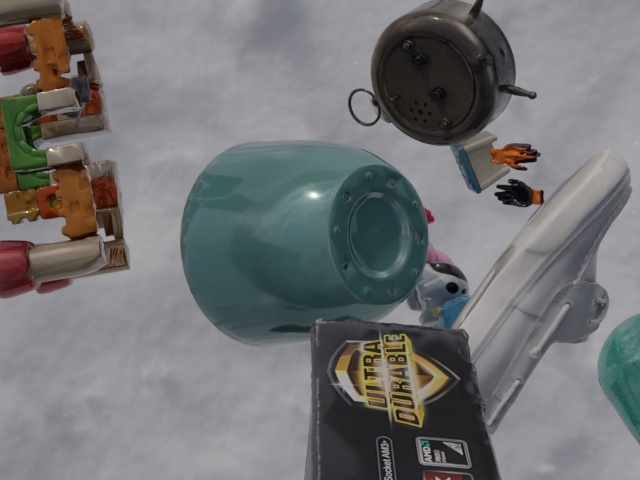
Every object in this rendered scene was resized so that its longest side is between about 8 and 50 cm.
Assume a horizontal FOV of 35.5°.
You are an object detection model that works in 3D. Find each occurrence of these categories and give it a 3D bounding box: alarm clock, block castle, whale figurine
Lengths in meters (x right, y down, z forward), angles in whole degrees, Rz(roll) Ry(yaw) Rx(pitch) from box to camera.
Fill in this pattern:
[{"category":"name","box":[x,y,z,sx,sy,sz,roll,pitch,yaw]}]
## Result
[{"category":"alarm clock","box":[0.096,-0.148,0.937,0.064,0.192,0.129,-39,105,-44]},{"category":"block castle","box":[-0.447,-0.144,1.540,0.213,0.303,0.453,-10,89,-2]},{"category":"whale figurine","box":[0.451,0.228,1.337,0.141,0.216,0.271,-7,65,12]}]

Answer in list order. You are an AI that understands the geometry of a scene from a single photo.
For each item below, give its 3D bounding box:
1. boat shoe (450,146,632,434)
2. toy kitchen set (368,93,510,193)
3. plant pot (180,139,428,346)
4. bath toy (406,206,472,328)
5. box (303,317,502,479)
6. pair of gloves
[{"category":"boat shoe","box":[0.123,0.035,0.557,0.063,0.066,0.184,33,109,3]},{"category":"toy kitchen set","box":[0.188,-0.169,1.600,0.122,0.207,0.166,-28,111,-3]},{"category":"plant pot","box":[0.000,0.000,1.334,0.293,0.235,0.292,3,86,-42]},{"category":"bath toy","box":[0.173,0.052,1.561,0.129,0.348,0.151,-16,127,-13]},{"category":"box","box":[0.018,0.224,0.333,0.073,0.293,0.295,4,117,-3]},{"category":"pair of gloves","box":[0.251,-0.083,1.273,0.010,0.074,0.083,-19,106,-41]}]
